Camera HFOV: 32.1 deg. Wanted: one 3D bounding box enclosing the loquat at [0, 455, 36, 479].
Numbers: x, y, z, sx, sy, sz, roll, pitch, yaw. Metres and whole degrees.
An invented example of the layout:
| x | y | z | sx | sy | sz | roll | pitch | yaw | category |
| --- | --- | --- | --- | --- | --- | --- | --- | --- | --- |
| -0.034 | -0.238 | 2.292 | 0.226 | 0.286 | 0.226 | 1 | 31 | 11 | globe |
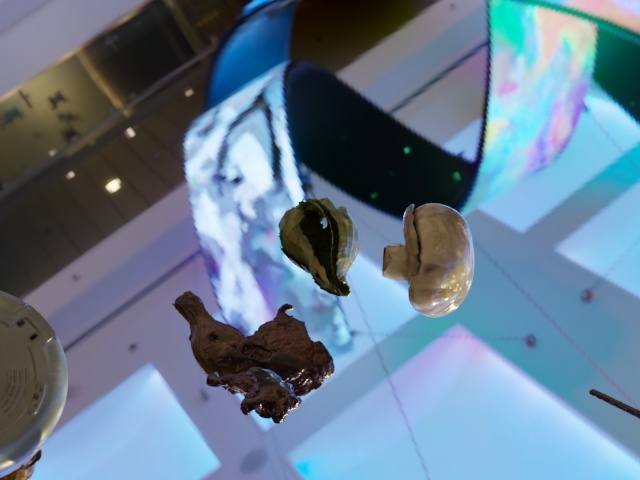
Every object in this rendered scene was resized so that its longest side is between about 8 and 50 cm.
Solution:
| x | y | z | sx | sy | sz | roll | pitch | yaw | category |
| --- | --- | --- | --- | --- | --- | --- | --- | --- | --- |
| -0.530 | 0.358 | 1.854 | 0.113 | 0.137 | 0.137 | -19 | -151 | 46 | loquat |

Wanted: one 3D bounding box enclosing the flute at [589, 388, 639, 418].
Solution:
| x | y | z | sx | sy | sz | roll | pitch | yaw | category |
| --- | --- | --- | --- | --- | --- | --- | --- | --- | --- |
| 0.477 | 0.259 | 1.603 | 0.014 | 0.014 | 0.269 | -39 | -155 | -13 | flute |

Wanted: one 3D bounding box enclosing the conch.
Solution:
| x | y | z | sx | sy | sz | roll | pitch | yaw | category |
| --- | --- | --- | --- | --- | --- | --- | --- | --- | --- |
| 0.000 | 0.000 | 1.039 | 0.074 | 0.089 | 0.121 | -20 | -135 | -4 | conch |

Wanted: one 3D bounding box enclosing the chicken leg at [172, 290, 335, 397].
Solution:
| x | y | z | sx | sy | sz | roll | pitch | yaw | category |
| --- | --- | --- | --- | --- | --- | --- | --- | --- | --- |
| -0.128 | 0.181 | 1.963 | 0.322 | 0.083 | 0.177 | 6 | -122 | 14 | chicken leg |

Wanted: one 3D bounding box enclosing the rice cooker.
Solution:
| x | y | z | sx | sy | sz | roll | pitch | yaw | category |
| --- | --- | --- | --- | --- | --- | --- | --- | --- | --- |
| -0.517 | 0.215 | 1.638 | 0.288 | 0.288 | 0.277 | -44 | -178 | -22 | rice cooker |

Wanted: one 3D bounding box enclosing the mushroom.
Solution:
| x | y | z | sx | sy | sz | roll | pitch | yaw | category |
| --- | --- | --- | --- | --- | --- | --- | --- | --- | --- |
| 0.140 | 0.027 | 1.453 | 0.122 | 0.154 | 0.154 | -5 | -146 | 6 | mushroom |

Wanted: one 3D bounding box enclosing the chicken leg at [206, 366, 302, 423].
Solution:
| x | y | z | sx | sy | sz | roll | pitch | yaw | category |
| --- | --- | --- | --- | --- | --- | --- | --- | --- | --- |
| -0.092 | 0.213 | 1.594 | 0.089 | 0.048 | 0.219 | -8 | -167 | -24 | chicken leg |
